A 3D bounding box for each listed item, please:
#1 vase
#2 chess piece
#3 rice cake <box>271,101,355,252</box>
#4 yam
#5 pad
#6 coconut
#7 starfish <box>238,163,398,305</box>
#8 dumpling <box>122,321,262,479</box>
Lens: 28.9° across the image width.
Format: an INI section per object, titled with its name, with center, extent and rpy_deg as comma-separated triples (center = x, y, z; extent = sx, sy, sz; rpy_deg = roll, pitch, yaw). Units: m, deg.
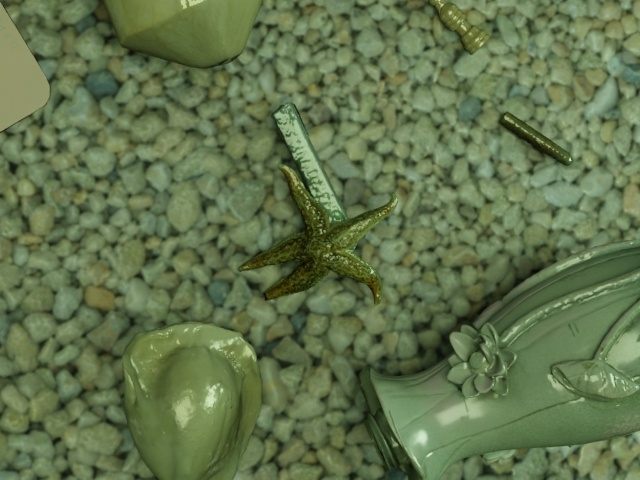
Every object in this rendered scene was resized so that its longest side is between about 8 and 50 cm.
[vase]
center = 0.272, 0.172, 1.574
extent = 0.445, 0.250, 0.250
rpy_deg = -22, 97, -7
[chess piece]
center = 0.177, -0.286, 1.622
extent = 0.092, 0.035, 0.035
rpy_deg = 44, 84, -7
[rice cake]
center = -0.004, -0.078, 1.589
extent = 0.034, 0.043, 0.211
rpy_deg = -26, 99, 2
[yam]
center = 0.288, -0.135, 1.658
extent = 0.116, 0.021, 0.021
rpy_deg = 31, 87, -12
[pad]
center = -0.464, -0.243, 1.506
extent = 0.181, 0.004, 0.267
rpy_deg = -32, 98, -9
[coconut]
center = -0.162, -0.307, 1.468
extent = 0.202, 0.202, 0.222
rpy_deg = -25, 95, -9
[starfish]
center = 0.000, 0.000, 1.567
extent = 0.223, 0.050, 0.217
rpy_deg = -32, 90, 10
[dumpling]
center = -0.147, 0.212, 1.541
extent = 0.179, 0.131, 0.252
rpy_deg = -25, 108, -33
